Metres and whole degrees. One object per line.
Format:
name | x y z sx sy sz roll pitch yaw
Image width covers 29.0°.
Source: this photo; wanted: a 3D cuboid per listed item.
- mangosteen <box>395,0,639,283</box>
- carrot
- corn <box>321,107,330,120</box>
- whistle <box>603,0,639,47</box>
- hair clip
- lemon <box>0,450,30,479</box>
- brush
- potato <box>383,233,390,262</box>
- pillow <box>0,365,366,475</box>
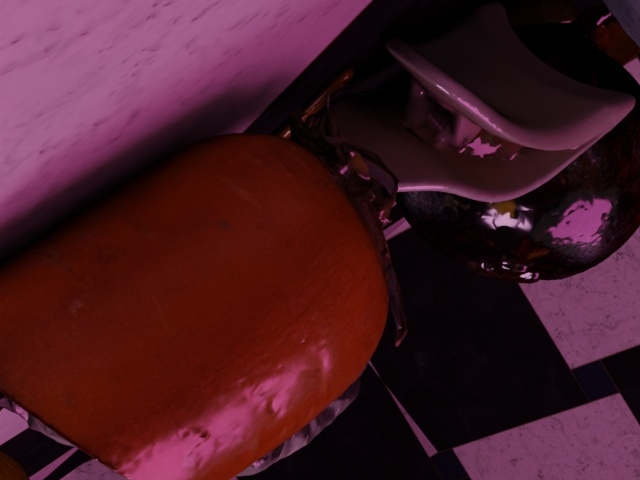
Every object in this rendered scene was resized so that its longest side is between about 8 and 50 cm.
mangosteen | 0.205 -0.099 1.229 0.288 0.288 0.288 -38 176 -3
carrot | -0.062 0.041 0.804 0.331 0.193 0.214 -40 136 -26
corn | 0.014 -0.100 1.083 0.028 0.027 0.083 -58 178 -5
whistle | 0.279 -0.226 0.872 0.168 0.188 0.405 -39 175 12
hair clip | 0.115 -0.108 1.021 0.282 0.172 0.113 -15 140 -52
lemon | -0.320 0.254 1.016 0.188 0.188 0.257 -34 176 -41
brush | -0.034 -0.082 0.994 0.170 0.014 0.043 -42 175 25
potato | 0.000 0.000 1.210 0.234 0.146 0.150 27 71 -85
pillow | -0.122 0.127 1.164 0.283 0.138 0.310 7 -170 20
